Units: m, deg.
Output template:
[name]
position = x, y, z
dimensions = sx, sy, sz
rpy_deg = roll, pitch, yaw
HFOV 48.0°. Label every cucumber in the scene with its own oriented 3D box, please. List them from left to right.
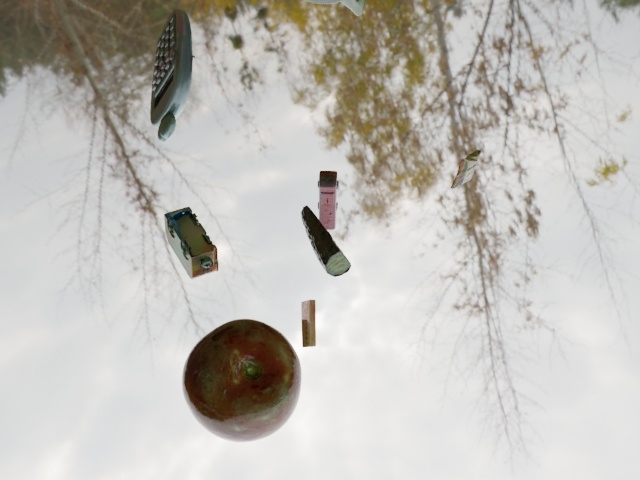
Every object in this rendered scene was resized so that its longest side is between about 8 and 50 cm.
[cucumber]
position = -0.002, 0.003, 1.763
dimensions = 0.062, 0.078, 0.211
rpy_deg = -36, -137, 0

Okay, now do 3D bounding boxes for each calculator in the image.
[calculator]
position = -0.308, -0.337, 1.481
dimensions = 0.185, 0.041, 0.299
rpy_deg = -36, -128, 53

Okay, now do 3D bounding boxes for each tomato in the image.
[tomato]
position = -0.181, 0.319, 1.620
dimensions = 0.270, 0.270, 0.223
rpy_deg = -41, 173, -33

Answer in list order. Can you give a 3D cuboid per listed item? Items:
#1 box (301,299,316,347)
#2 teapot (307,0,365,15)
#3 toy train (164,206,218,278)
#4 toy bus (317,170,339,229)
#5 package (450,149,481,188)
[box]
position = -0.024, 0.166, 1.430
dimensions = 0.015, 0.093, 0.058
rpy_deg = 2, 170, -19
[teapot]
position = 0.006, -0.332, 0.851
dimensions = 0.092, 0.124, 0.091
rpy_deg = 2, -111, 8
[toy train]
position = -0.298, 0.009, 1.654
dimensions = 0.072, 0.099, 0.188
rpy_deg = -16, -131, -27
[toy bus]
position = 0.023, -0.119, 2.173
dimensions = 0.065, 0.192, 0.077
rpy_deg = 1, -136, 1
[package]
position = 0.454, -0.222, 2.241
dimensions = 0.031, 0.108, 0.120
rpy_deg = 31, -144, 23
